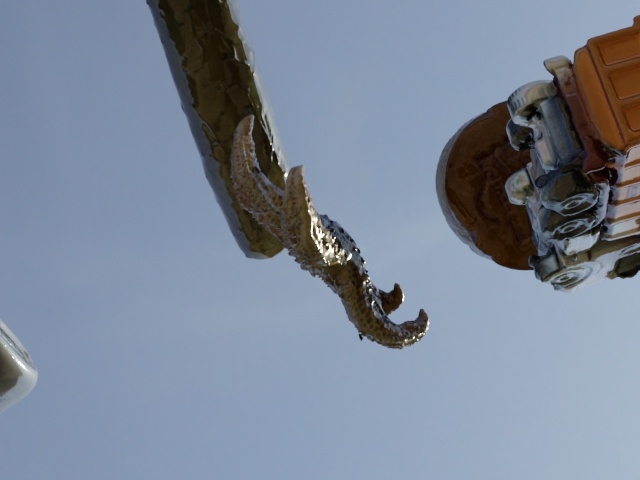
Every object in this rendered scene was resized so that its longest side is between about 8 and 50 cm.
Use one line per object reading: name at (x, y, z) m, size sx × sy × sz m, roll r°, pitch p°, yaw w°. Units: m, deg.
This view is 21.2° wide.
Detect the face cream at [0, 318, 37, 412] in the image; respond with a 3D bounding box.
face cream at (-0.375, 0.158, 1.392) m, size 0.291 × 0.071 × 0.144 m, roll -34°, pitch -30°, yaw -2°

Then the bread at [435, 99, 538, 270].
bread at (0.167, -0.057, 1.573) m, size 0.125 × 0.086 × 0.156 m, roll 21°, pitch -95°, yaw -14°

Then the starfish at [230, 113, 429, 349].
starfish at (-0.002, 0.001, 1.386) m, size 0.071 × 0.216 × 0.238 m, roll -45°, pitch -16°, yaw -9°

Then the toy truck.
toy truck at (0.216, -0.057, 1.298) m, size 0.135 × 0.114 × 0.270 m, roll -16°, pitch -23°, yaw -1°

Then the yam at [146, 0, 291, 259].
yam at (-0.088, -0.134, 1.461) m, size 0.083 × 0.083 × 0.371 m, roll -27°, pitch -49°, yaw -8°
